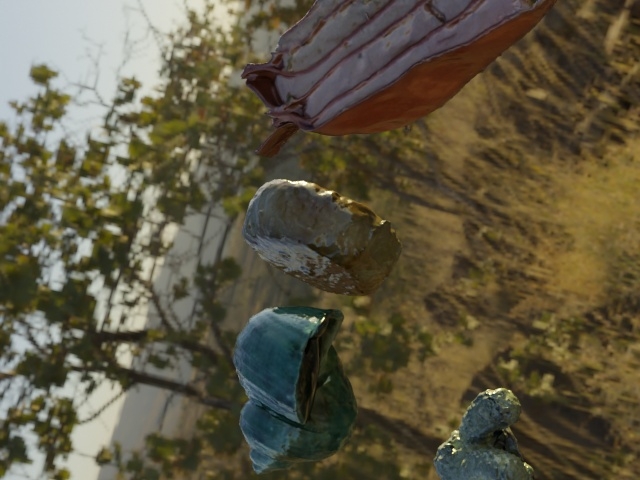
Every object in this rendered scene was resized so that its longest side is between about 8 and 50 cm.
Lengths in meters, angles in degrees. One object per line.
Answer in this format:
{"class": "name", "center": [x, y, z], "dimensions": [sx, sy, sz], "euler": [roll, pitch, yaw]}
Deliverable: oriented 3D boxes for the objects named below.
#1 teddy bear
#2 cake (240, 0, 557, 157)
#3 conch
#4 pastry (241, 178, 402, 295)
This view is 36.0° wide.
{"class": "teddy bear", "center": [0.185, 0.265, 1.111], "dimensions": [0.213, 0.111, 0.133], "euler": [68, -158, -50]}
{"class": "cake", "center": [0.067, -0.153, 0.723], "dimensions": [0.287, 0.135, 0.098], "euler": [-31, 69, 39]}
{"class": "conch", "center": [-0.034, 0.168, 1.104], "dimensions": [0.196, 0.134, 0.202], "euler": [-22, -69, -67]}
{"class": "pastry", "center": [0.000, 0.000, 1.201], "dimensions": [0.182, 0.192, 0.093], "euler": [98, -163, -73]}
